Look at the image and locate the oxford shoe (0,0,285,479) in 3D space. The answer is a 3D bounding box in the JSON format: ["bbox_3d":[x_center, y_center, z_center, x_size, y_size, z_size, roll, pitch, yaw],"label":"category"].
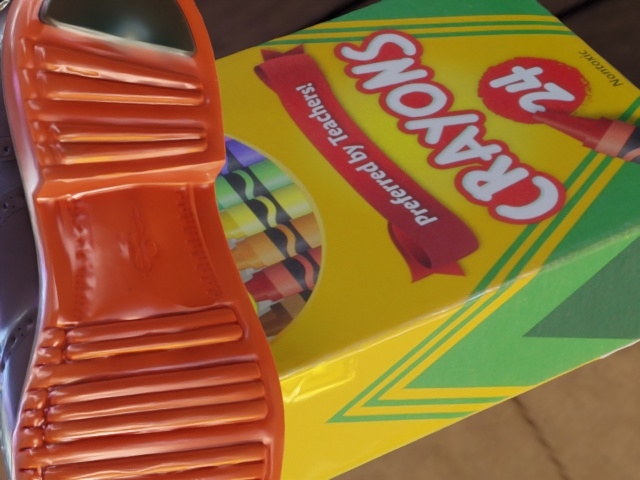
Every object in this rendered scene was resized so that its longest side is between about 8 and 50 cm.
[{"bbox_3d":[-0.077,0.037,0.686,0.098,0.097,0.271,-18,73,62],"label":"oxford shoe"}]

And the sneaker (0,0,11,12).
[{"bbox_3d":[-0.143,-0.235,1.043,0.100,0.271,0.108,48,-172,-45],"label":"sneaker"}]

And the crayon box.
[{"bbox_3d":[0.000,0.000,0.840,0.202,0.319,0.081,49,152,40],"label":"crayon box"}]
